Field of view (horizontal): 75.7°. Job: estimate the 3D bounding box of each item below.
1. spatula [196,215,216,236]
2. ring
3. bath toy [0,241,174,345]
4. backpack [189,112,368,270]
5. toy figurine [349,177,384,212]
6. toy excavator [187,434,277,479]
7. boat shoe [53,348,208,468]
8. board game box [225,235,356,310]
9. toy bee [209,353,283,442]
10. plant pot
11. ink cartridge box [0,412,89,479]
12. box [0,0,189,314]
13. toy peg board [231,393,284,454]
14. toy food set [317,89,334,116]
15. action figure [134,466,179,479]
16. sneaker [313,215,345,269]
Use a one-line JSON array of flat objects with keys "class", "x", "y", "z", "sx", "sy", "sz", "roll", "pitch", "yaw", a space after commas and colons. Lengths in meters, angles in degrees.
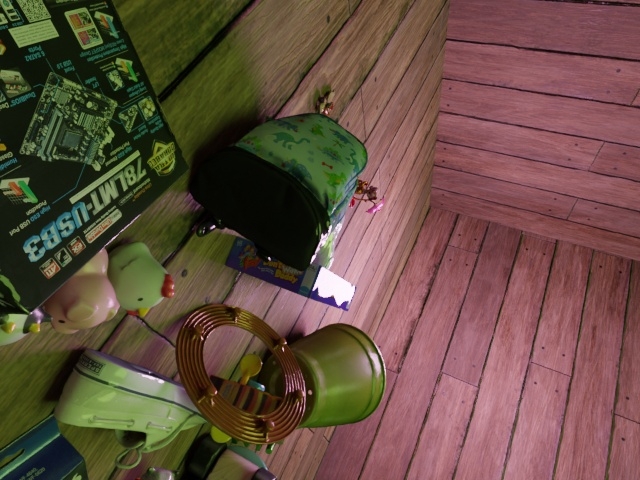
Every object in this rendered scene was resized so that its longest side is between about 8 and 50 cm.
[{"class": "spatula", "x": -0.183, "y": -0.070, "z": 0.935, "sx": 0.296, "sy": 0.030, "sz": 0.084, "roll": -40, "pitch": 143, "yaw": -54}, {"class": "ring", "x": -0.157, "y": 0.272, "z": 0.901, "sx": 0.032, "sy": 0.337, "sz": 0.336, "roll": -44, "pitch": 168, "yaw": 21}, {"class": "bath toy", "x": -0.331, "y": 0.059, "z": 0.545, "sx": 0.348, "sy": 0.128, "sz": 0.152, "roll": 19, "pitch": 89, "yaw": -69}, {"class": "backpack", "x": -0.046, "y": -0.132, "z": 0.889, "sx": 0.274, "sy": 0.290, "sz": 0.355, "roll": -59, "pitch": 170, "yaw": 19}, {"class": "toy figurine", "x": 0.159, "y": -0.170, "z": 1.513, "sx": 0.130, "sy": 0.159, "sz": 0.173, "roll": -48, "pitch": 148, "yaw": -46}, {"class": "toy excavator", "x": -0.295, "y": 0.817, "z": 1.162, "sx": 0.433, "sy": 0.222, "sz": 0.445, "roll": -59, "pitch": 164, "yaw": -27}, {"class": "boat shoe", "x": -0.328, "y": 0.329, "z": 0.758, "sx": 0.157, "sy": 0.135, "sz": 0.367, "roll": -64, "pitch": 154, "yaw": -21}, {"class": "board game box", "x": -0.059, "y": 0.098, "z": 1.092, "sx": 0.078, "sy": 0.233, "sz": 0.347, "roll": -69, "pitch": 159, "yaw": -7}, {"class": "toy bee", "x": -0.226, "y": 0.383, "z": 0.996, "sx": 0.162, "sy": 0.298, "sz": 0.195, "roll": 37, "pitch": 39, "yaw": -28}, {"class": "plant pot", "x": -0.016, "y": 0.479, "z": 1.414, "sx": 0.353, "sy": 0.366, "sz": 0.367, "roll": 11, "pitch": 96, "yaw": -56}, {"class": "ink cartridge box", "x": -0.453, "y": 0.456, "z": 0.652, "sx": 0.165, "sy": 0.065, "sz": 0.333, "roll": -37, "pitch": 139, "yaw": -55}, {"class": "box", "x": -0.289, "y": -0.131, "z": 0.416, "sx": 0.296, "sy": 0.073, "sz": 0.294, "roll": -65, "pitch": 147, "yaw": -48}, {"class": "toy peg board", "x": -0.183, "y": 0.540, "z": 1.218, "sx": 0.079, "sy": 0.161, "sz": 0.161, "roll": -58, "pitch": 160, "yaw": -70}, {"class": "toy food set", "x": 0.012, "y": -0.381, "z": 1.185, "sx": 0.122, "sy": 0.019, "sz": 0.078, "roll": -58, "pitch": 156, "yaw": -51}, {"class": "action figure", "x": -0.383, "y": 0.615, "z": 0.796, "sx": 0.330, "sy": 0.178, "sz": 0.341, "roll": -68, "pitch": -173, "yaw": -25}, {"class": "sneaker", "x": 0.000, "y": 0.000, "z": 1.385, "sx": 0.091, "sy": 0.094, "sz": 0.258, "roll": 26, "pitch": 77, "yaw": -50}]
